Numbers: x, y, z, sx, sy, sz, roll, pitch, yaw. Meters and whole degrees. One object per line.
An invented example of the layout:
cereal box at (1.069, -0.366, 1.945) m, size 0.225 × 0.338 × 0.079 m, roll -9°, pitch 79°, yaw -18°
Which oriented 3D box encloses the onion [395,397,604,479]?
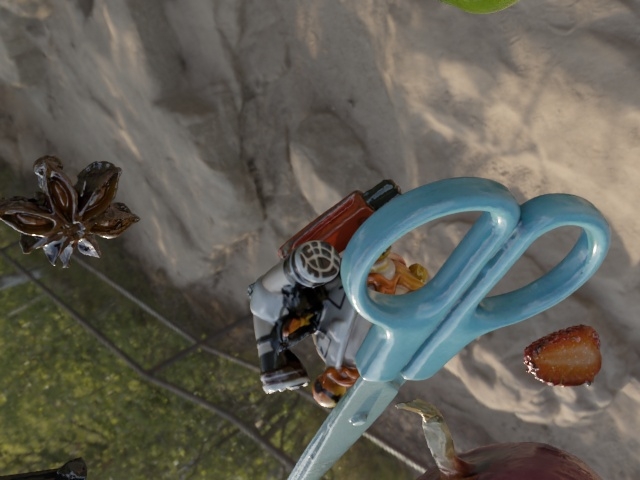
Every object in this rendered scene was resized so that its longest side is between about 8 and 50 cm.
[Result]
onion at (0.248, 0.405, 0.828) m, size 0.358 × 0.358 × 0.344 m, roll 131°, pitch 141°, yaw -66°

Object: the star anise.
star anise at (-0.435, -0.060, 1.014) m, size 0.099 × 0.214 × 0.220 m, roll 24°, pitch 153°, yaw 34°

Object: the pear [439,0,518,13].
pear at (0.213, -0.386, 0.768) m, size 0.188 × 0.220 × 0.187 m, roll 4°, pitch 101°, yaw 22°

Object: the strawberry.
strawberry at (0.461, 0.220, 1.141) m, size 0.082 × 0.188 × 0.121 m, roll 178°, pitch 96°, yaw -66°

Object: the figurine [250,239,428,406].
figurine at (0.051, 0.119, 0.989) m, size 0.196 × 0.323 × 0.320 m, roll 38°, pitch 116°, yaw 52°

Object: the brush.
brush at (0.000, 0.000, 1.007) m, size 0.070 × 0.323 × 0.051 m, roll 42°, pitch -166°, yaw -54°

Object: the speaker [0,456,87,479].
speaker at (-0.359, 0.416, 0.663) m, size 0.232 × 0.184 × 0.254 m, roll 43°, pitch 118°, yaw 46°

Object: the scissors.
scissors at (0.047, 0.123, 0.492) m, size 0.447 × 0.193 × 0.029 m, roll -62°, pitch 34°, yaw 40°
